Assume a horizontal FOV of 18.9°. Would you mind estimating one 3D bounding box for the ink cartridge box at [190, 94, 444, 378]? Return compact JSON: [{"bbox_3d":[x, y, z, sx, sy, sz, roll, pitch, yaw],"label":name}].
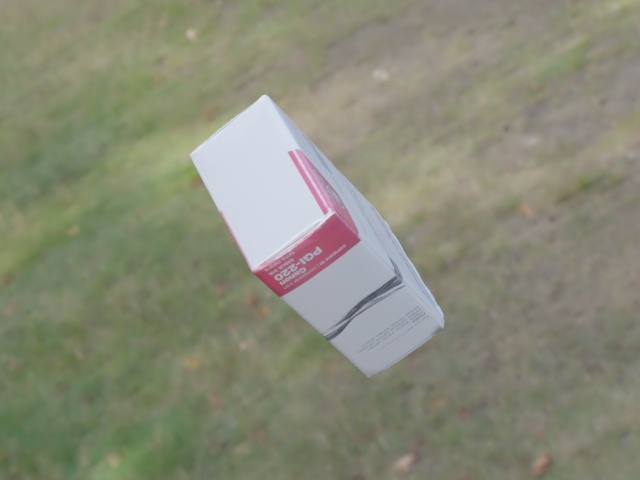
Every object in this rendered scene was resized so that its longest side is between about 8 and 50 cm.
[{"bbox_3d":[0.000,0.000,1.661,0.092,0.218,0.158,-38,49,9],"label":"ink cartridge box"}]
